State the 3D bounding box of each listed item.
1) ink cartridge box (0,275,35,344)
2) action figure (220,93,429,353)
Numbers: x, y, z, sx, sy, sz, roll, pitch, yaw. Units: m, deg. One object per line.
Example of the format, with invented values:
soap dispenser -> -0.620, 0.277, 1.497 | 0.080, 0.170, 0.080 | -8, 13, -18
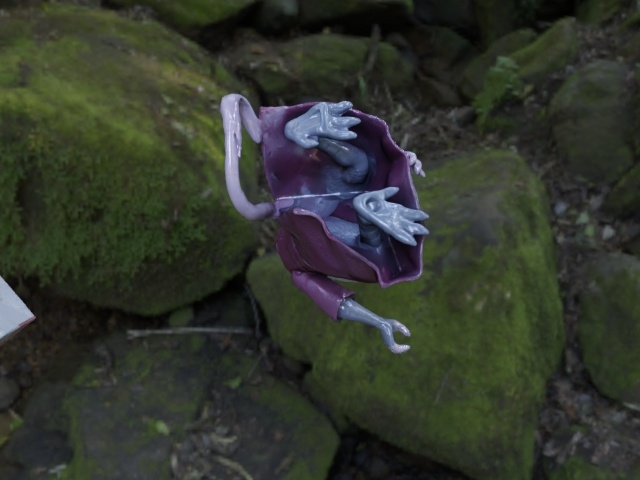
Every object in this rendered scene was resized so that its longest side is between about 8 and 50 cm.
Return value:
ink cartridge box -> -0.355, 0.112, 0.762 | 0.198, 0.067, 0.115 | -38, 5, -2
action figure -> 0.000, 0.000, 1.066 | 0.275, 0.248, 0.370 | 3, -16, -11
